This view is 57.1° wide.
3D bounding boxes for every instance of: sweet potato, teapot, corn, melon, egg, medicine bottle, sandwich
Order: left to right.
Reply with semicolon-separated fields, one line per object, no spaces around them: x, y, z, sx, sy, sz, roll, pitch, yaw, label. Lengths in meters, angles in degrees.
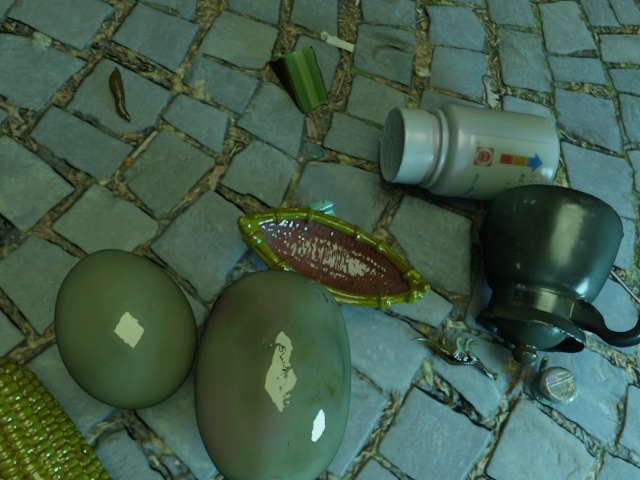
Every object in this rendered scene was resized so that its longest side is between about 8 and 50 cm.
-0.362;0.312;0.774;0.144;0.144;0.387;-41;85;-23;corn
-0.365;-0.265;1.061;0.026;0.026;0.115;-11;74;-17;sweet potato
-0.278;0.123;0.840;0.186;0.186;0.241;-27;67;-21;egg
-0.067;0.189;0.839;0.223;0.223;0.316;5;69;-11;melon
-0.041;-0.315;1.163;0.074;0.074;0.116;-27;109;-21;sandwich
0.269;-0.162;1.084;0.293;0.170;0.170;4;68;-12;medicine bottle
0.397;0.244;1.011;0.064;0.064;0.083;-12;67;-10;teapot
0.408;0.081;0.988;0.306;0.223;0.284;14;74;17;teapot

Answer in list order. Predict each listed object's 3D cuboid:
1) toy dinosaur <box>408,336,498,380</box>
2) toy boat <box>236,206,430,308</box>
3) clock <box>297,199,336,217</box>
0.233;0.186;1.012;0.181;0.037;0.058;21;61;-5;toy dinosaur
0.017;0.028;0.951;0.318;0.099;0.140;21;72;-4;toy boat
0.000;0.000;1.029;0.101;0.041;0.135;-24;76;-20;clock
